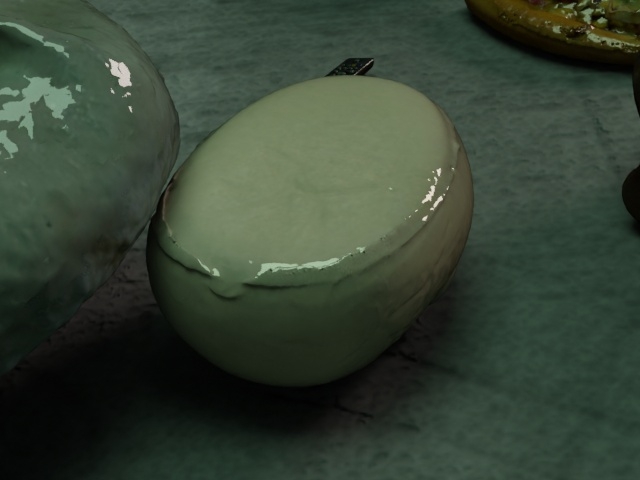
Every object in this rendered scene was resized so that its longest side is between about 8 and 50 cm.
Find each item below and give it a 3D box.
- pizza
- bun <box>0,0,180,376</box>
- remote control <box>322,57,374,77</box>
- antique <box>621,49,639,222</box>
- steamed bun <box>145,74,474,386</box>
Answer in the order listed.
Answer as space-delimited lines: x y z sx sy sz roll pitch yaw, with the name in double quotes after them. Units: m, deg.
0.220 -0.210 1.206 0.201 0.053 0.193 16 45 31 "pizza"
-0.246 -0.032 0.898 0.354 0.194 0.354 -30 24 15 "bun"
0.006 -0.112 1.159 0.034 0.016 0.091 5 37 44 "remote control"
0.295 -0.053 0.936 0.143 0.121 0.257 -27 40 -32 "antique"
0.000 0.000 0.922 0.177 0.130 0.228 10 41 22 "steamed bun"
